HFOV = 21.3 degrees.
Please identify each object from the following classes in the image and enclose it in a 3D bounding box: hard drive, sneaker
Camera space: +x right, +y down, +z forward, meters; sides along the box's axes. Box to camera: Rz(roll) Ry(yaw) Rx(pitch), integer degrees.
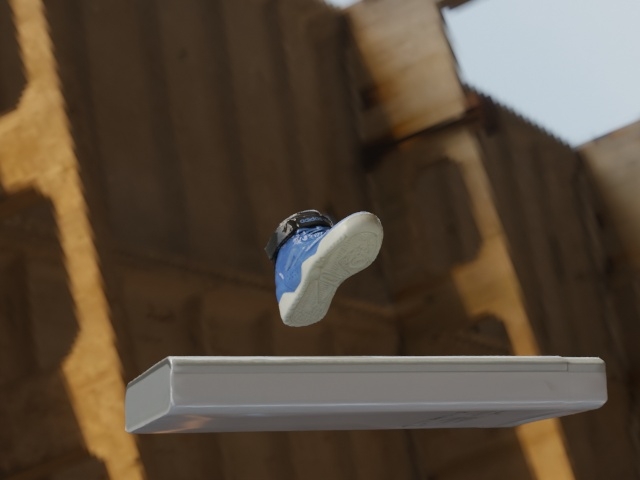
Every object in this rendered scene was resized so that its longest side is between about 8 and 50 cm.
[{"bbox_3d":[0.025,0.113,1.240,0.203,0.307,0.040,145,125,-72],"label":"hard drive"},{"bbox_3d":[-0.001,0.000,1.438,0.058,0.152,0.084,-1,-123,-26],"label":"sneaker"}]
